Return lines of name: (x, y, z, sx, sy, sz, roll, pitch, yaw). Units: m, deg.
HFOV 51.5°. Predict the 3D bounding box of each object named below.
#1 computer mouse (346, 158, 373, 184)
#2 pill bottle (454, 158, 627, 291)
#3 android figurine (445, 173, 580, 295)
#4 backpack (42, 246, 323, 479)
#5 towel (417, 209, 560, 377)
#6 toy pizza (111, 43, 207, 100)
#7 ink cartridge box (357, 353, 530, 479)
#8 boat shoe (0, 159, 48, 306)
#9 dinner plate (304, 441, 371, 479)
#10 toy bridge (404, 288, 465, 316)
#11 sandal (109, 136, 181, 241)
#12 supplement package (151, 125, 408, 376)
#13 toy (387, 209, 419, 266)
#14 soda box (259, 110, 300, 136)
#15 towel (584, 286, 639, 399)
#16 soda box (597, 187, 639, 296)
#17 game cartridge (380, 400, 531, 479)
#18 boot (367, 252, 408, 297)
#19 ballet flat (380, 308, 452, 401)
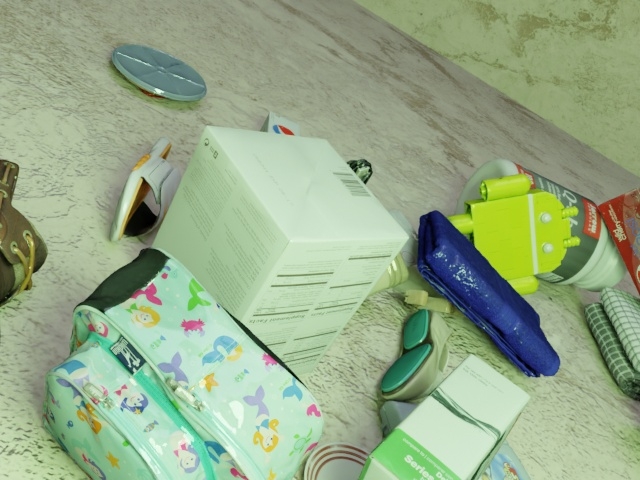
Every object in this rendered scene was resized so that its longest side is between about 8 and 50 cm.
computer mouse: (-0.058, -0.086, 1.145, 0.272, 0.188, 0.072, 11, 55, -18)
pill bottle: (0.501, -0.024, 1.487, 0.362, 0.210, 0.210, 21, 32, -17)
android figurine: (0.383, -0.008, 1.324, 0.272, 0.249, 0.056, -8, 13, -3)
backpack: (-0.132, 0.161, 0.639, 0.253, 0.225, 0.191, 37, 53, 0)
towel: (0.285, 0.094, 1.183, 0.308, 0.076, 0.228, 45, 17, -10)
toy pizza: (-0.331, -0.338, 1.364, 0.201, 0.032, 0.201, 23, 30, -14)
ink cartridge box: (0.127, 0.244, 0.733, 0.086, 0.153, 0.208, 35, 43, 25)
boat shoe: (-0.370, 0.007, 0.748, 0.123, 0.123, 0.342, 6, 33, -34)
dinner plate: (0.041, 0.303, 0.785, 0.141, 0.017, 0.141, 22, 33, -15)
toy bridge: (0.198, 0.111, 1.163, 0.063, 0.026, 0.188, 2, -10, 38)
sandal: (-0.243, -0.082, 1.004, 0.076, 0.102, 0.265, 23, 29, -10)
supplement package: (-0.071, 0.027, 0.840, 0.198, 0.263, 0.199, -2, 44, -44)
toy: (0.086, 0.016, 1.206, 0.237, 0.056, 0.137, -7, 51, -40)
soda box: (-0.085, -0.169, 1.305, 0.073, 0.069, 0.216, 22, 32, -17)
towel: (0.711, 0.243, 1.387, 0.283, 0.121, 0.235, 23, 30, -12)
soda box: (0.685, 0.026, 1.384, 0.083, 0.092, 0.263, -5, 71, -47)
game cartridge: (0.200, 0.340, 0.843, 0.198, 0.062, 0.297, 11, 36, -25)
boot: (0.000, 0.000, 1.060, 0.203, 0.095, 0.262, -25, 65, -35)
ballet flat: (0.158, 0.186, 1.009, 0.086, 0.086, 0.248, 34, 29, 4)
